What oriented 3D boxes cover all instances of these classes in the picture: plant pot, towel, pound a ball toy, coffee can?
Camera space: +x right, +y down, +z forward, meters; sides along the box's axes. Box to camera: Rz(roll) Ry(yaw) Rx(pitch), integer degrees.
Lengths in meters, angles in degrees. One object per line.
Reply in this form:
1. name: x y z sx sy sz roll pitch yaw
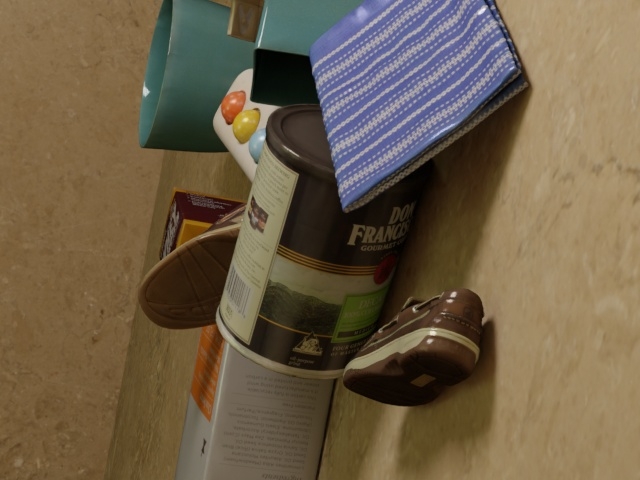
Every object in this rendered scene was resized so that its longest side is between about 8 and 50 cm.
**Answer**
1. plant pot: -0.188 -0.291 2.442 0.293 0.235 0.293 -170 90 -75
2. towel: 0.093 -0.200 1.489 0.243 0.040 0.336 -37 34 19
3. plant pot: 0.003 -0.319 1.851 0.165 0.165 0.234 104 174 -70
4. pound a ball toy: -0.058 -0.196 2.004 0.208 0.136 0.319 -59 30 14
5. coffee can: 0.000 0.000 1.624 0.201 0.201 0.275 -106 29 -59

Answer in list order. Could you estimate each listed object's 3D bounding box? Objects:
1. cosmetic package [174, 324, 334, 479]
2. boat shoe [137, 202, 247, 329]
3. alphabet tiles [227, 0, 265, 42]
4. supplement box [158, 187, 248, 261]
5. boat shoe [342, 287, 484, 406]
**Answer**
1. cosmetic package: -0.111 0.329 1.912 0.230 0.161 0.453 -157 76 -75
2. boat shoe: -0.092 0.007 1.834 0.123 0.342 0.123 57 -179 -12
3. alphabet tiles: -0.065 -0.476 2.101 0.011 0.285 0.342 10 93 36
4. supplement box: -0.157 0.015 2.217 0.194 0.191 0.129 -119 41 -68
5. boat shoe: 0.105 0.110 1.414 0.257 0.095 0.095 -31 37 63
